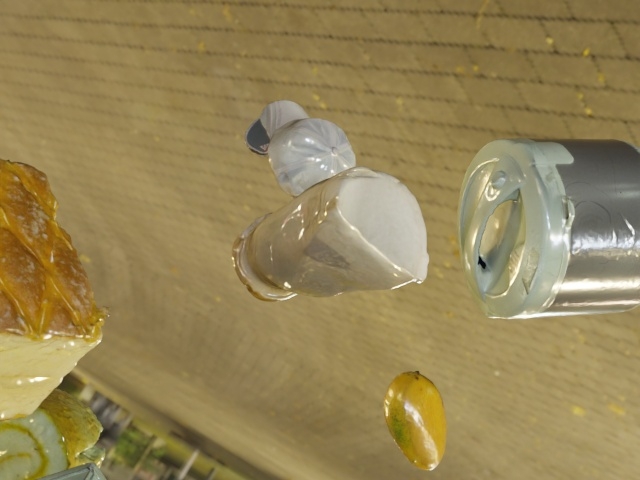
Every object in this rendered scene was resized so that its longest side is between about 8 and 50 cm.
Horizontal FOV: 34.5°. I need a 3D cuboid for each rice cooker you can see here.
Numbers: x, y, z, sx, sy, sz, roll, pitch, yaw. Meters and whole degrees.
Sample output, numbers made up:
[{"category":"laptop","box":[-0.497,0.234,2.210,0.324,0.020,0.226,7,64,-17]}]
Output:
[{"category":"rice cooker","box":[0.352,-0.017,1.547,0.276,0.289,0.288,-3,172,-18]}]

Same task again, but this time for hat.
[{"category":"hat","box":[-0.025,-0.206,2.209,0.232,0.161,0.275,21,-147,-35]}]

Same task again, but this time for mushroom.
[{"category":"mushroom","box":[0.009,0.001,1.292,0.154,0.138,0.407,10,170,-20]}]

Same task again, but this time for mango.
[{"category":"mango","box":[0.110,0.204,1.167,0.057,0.079,0.114,-15,90,42]}]

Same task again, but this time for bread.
[{"category":"bread","box":[-0.416,0.284,1.337,0.186,0.257,0.124,65,-172,18]},{"category":"bread","box":[-0.434,0.049,1.162,0.279,0.207,0.279,7,-132,-53]}]

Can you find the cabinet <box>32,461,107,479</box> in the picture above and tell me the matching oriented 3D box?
[{"category":"cabinet","box":[-0.273,0.343,0.972,0.145,0.206,0.150,-20,110,17]}]
